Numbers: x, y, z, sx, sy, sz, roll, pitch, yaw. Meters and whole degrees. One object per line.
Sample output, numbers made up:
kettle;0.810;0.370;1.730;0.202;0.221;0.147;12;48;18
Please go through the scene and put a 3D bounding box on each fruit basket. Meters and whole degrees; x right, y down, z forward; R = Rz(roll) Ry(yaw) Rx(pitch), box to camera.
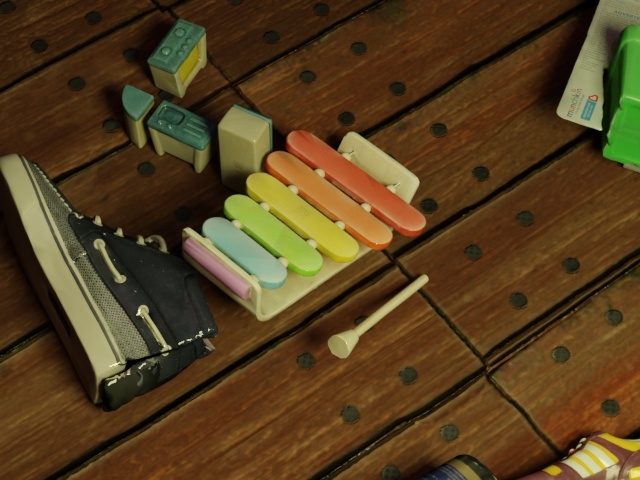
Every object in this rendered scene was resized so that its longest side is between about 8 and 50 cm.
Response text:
fruit basket;0.492;-0.213;1.779;0.327;0.165;0.353;18;43;9

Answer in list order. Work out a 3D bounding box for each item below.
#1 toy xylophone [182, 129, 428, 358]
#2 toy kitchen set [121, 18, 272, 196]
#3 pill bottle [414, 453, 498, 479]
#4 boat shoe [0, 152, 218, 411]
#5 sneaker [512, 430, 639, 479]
toy xylophone;0.000;0.000;1.613;0.236;0.081;0.322;32;43;14
toy kitchen set;-0.129;-0.182;1.738;0.207;0.122;0.166;25;60;13
pill bottle;0.087;0.319;1.425;0.219;0.123;0.123;-28;62;-17
boat shoe;-0.246;0.026;1.617;0.158;0.127;0.340;-21;68;-22
sneaker;0.280;0.251;1.511;0.185;0.069;0.084;-2;49;-10
